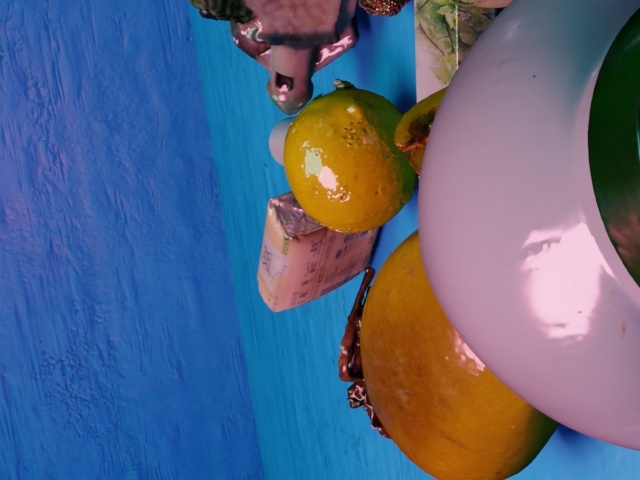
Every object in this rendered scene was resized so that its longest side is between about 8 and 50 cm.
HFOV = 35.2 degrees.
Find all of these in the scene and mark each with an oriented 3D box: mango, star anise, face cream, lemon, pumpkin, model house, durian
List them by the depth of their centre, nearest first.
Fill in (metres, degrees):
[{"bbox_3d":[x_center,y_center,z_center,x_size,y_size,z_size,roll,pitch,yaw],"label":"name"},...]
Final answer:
[{"bbox_3d":[0.196,-0.023,0.640,0.357,0.219,0.312,152,107,-74],"label":"face cream"},{"bbox_3d":[0.160,-0.086,0.934,0.108,0.119,0.183,51,162,-26],"label":"pumpkin"},{"bbox_3d":[0.143,0.103,0.983,0.365,0.182,0.253,101,150,-68],"label":"mango"},{"bbox_3d":[0.072,-0.306,1.195,0.091,0.080,0.080,-124,26,-63],"label":"durian"},{"bbox_3d":[0.039,-0.098,1.288,0.173,0.173,0.206,-124,18,-56],"label":"lemon"},{"bbox_3d":[-0.073,-0.348,1.405,0.284,0.243,0.298,92,173,-56],"label":"model house"},{"bbox_3d":[0.082,0.179,1.441,0.190,0.125,0.220,89,160,-47],"label":"star anise"},{"bbox_3d":[-0.005,-0.151,1.578,0.311,0.092,0.092,-160,60,-74],"label":"face cream"}]

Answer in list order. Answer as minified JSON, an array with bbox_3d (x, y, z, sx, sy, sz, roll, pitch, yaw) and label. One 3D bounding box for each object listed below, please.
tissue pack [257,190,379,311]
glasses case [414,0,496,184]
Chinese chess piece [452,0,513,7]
[{"bbox_3d":[0.000,0.000,1.489,0.090,0.186,0.222,58,157,24],"label":"tissue pack"},{"bbox_3d":[0.147,-0.135,1.063,0.095,0.062,0.272,-135,35,-55],"label":"glasses case"},{"bbox_3d":[0.152,-0.301,0.888,0.188,0.083,0.188,165,90,-76],"label":"Chinese chess piece"}]
